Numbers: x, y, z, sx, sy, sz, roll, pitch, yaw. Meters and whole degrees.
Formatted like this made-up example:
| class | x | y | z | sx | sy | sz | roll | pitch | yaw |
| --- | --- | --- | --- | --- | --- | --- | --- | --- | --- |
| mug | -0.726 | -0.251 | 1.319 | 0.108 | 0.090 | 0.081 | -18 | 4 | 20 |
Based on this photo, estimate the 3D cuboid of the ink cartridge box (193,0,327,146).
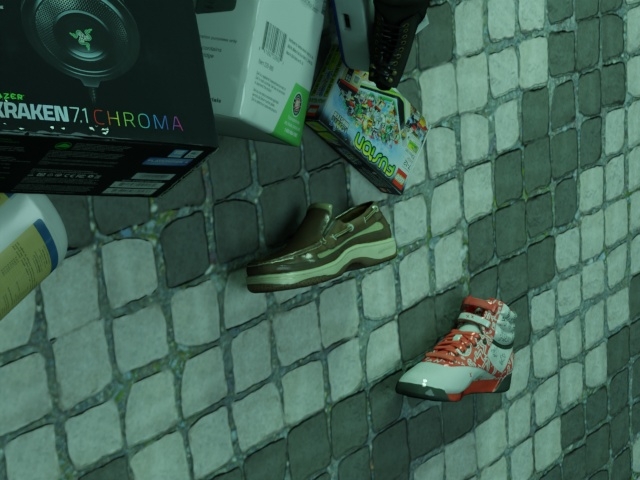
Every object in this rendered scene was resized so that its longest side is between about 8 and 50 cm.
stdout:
| class | x | y | z | sx | sy | sz | roll | pitch | yaw |
| --- | --- | --- | --- | --- | --- | --- | --- | --- | --- |
| ink cartridge box | -0.078 | -0.263 | 1.308 | 0.211 | 0.121 | 0.289 | 15 | 85 | -73 |

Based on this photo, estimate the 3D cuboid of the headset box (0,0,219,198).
| class | x | y | z | sx | sy | sz | roll | pitch | yaw |
| --- | --- | --- | --- | --- | --- | --- | --- | --- | --- |
| headset box | -0.243 | -0.192 | 1.073 | 0.246 | 0.131 | 0.283 | 2 | 69 | -35 |

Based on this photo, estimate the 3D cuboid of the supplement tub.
| class | x | y | z | sx | sy | sz | roll | pitch | yaw |
| --- | --- | --- | --- | --- | --- | --- | --- | --- | --- |
| supplement tub | -0.344 | 0.026 | 1.097 | 0.199 | 0.144 | 0.144 | -48 | 130 | -31 |

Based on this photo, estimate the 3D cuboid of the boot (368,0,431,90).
| class | x | y | z | sx | sy | sz | roll | pitch | yaw |
| --- | --- | --- | --- | --- | --- | --- | --- | --- | --- |
| boot | 0.085 | -0.239 | 1.410 | 0.198 | 0.077 | 0.137 | -18 | 127 | -74 |

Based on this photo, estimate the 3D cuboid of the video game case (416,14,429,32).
| class | x | y | z | sx | sy | sz | roll | pitch | yaw |
| --- | --- | --- | --- | --- | --- | --- | --- | --- | --- |
| video game case | 0.104 | -0.327 | 1.630 | 0.087 | 0.011 | 0.122 | -42 | 127 | -34 |

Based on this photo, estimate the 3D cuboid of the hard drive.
| class | x | y | z | sx | sy | sz | roll | pitch | yaw |
| --- | --- | --- | --- | --- | --- | --- | --- | --- | --- |
| hard drive | 0.081 | -0.395 | 1.474 | 0.210 | 0.040 | 0.318 | 74 | 32 | -66 |

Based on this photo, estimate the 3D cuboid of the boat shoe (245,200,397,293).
| class | x | y | z | sx | sy | sz | roll | pitch | yaw |
| --- | --- | --- | --- | --- | --- | --- | --- | --- | --- |
| boat shoe | -0.006 | 0.001 | 1.527 | 0.257 | 0.095 | 0.095 | -16 | 96 | -52 |

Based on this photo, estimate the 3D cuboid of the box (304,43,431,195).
| class | x | y | z | sx | sy | sz | roll | pitch | yaw |
| --- | --- | --- | --- | --- | --- | --- | --- | --- | --- |
| box | 0.063 | -0.156 | 1.601 | 0.207 | 0.036 | 0.114 | 37 | 70 | -46 |

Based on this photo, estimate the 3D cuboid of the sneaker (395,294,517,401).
| class | x | y | z | sx | sy | sz | roll | pitch | yaw |
| --- | --- | --- | --- | --- | --- | --- | --- | --- | --- |
| sneaker | 0.202 | 0.154 | 1.784 | 0.270 | 0.090 | 0.145 | 2 | 96 | -52 |
